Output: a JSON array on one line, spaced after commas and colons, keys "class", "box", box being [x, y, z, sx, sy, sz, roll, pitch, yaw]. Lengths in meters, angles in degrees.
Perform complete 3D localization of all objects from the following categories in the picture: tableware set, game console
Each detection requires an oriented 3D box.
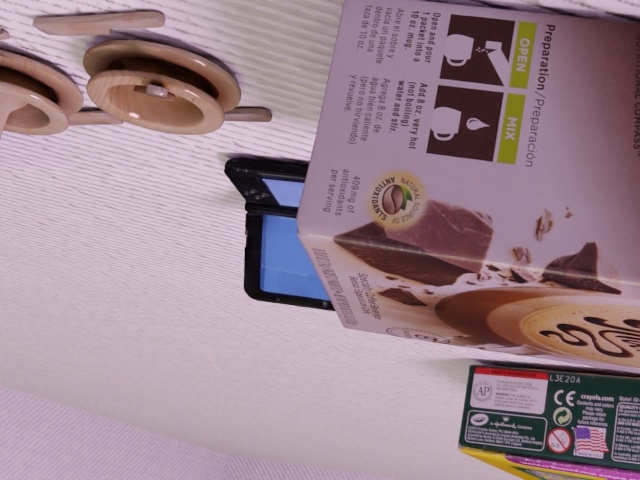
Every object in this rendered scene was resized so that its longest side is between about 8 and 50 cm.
[{"class": "tableware set", "box": [-0.136, -0.077, 0.632, 0.194, 0.039, 0.128, 3, 162, 28]}, {"class": "game console", "box": [0.000, 0.000, 0.751, 0.122, 0.071, 0.107, 7, 164, 14]}]

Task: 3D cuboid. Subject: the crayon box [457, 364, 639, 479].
[{"class": "crayon box", "box": [0.380, 0.228, 1.239, 0.363, 0.106, 0.313, 2, 163, 32]}]

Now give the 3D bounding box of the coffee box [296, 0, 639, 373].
[{"class": "coffee box", "box": [0.154, -0.009, 0.524, 0.297, 0.119, 0.168, 8, 163, 11]}]
